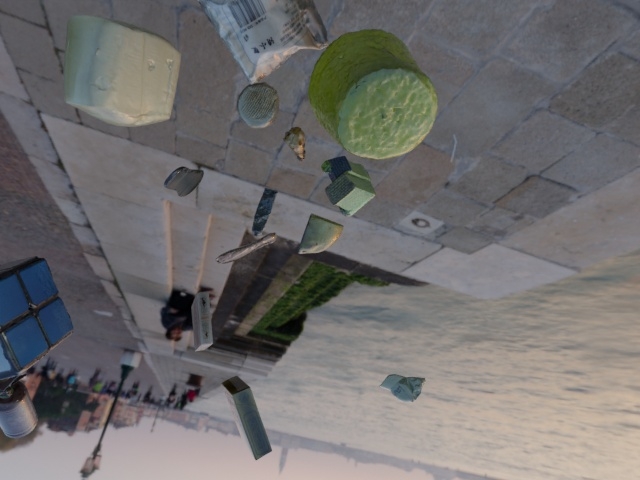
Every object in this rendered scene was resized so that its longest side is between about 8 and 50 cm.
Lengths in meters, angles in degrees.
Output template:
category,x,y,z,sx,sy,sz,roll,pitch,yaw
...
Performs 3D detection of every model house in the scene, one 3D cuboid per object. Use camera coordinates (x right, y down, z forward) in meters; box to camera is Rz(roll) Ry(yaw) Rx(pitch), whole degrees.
category,x,y,z,sx,sy,sz,roll,pitch,yaw
model house,0.085,-0.241,1.821,0.195,0.214,0.189,-35,145,27

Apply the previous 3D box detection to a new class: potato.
category,x,y,z,sx,sy,sz,roll,pitch,yaw
potato,0.000,0.000,1.422,0.120,0.149,0.081,19,-165,-2

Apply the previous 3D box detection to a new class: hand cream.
category,x,y,z,sx,sy,sz,roll,pitch,yaw
hand cream,-0.277,-0.136,2.111,0.075,0.248,0.052,18,171,-1

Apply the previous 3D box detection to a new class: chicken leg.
category,x,y,z,sx,sy,sz,roll,pitch,yaw
chicken leg,-0.104,-0.417,1.885,0.101,0.085,0.207,37,168,18

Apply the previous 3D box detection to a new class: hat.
category,x,y,z,sx,sy,sz,roll,pitch,yaw
hat,0.315,0.566,1.678,0.166,0.081,0.122,20,124,-12

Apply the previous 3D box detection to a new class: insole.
category,x,y,z,sx,sy,sz,roll,pitch,yaw
insole,-0.394,-0.171,1.266,0.012,0.110,0.309,44,-179,-5

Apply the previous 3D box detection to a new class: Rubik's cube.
category,x,y,z,sx,sy,sz,roll,pitch,yaw
Rubik's cube,-0.616,0.150,0.816,0.180,0.184,0.167,-11,-166,7

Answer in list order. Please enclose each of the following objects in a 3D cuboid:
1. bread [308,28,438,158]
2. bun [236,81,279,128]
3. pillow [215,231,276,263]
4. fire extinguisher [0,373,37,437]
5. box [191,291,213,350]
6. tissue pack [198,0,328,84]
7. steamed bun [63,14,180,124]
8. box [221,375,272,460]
category,x,y,z,sx,sy,sz,roll,pitch,yaw
bread,0.161,-0.413,1.269,0.348,0.308,0.348,-10,128,-13
bun,-0.241,-0.528,1.711,0.167,0.173,0.113,60,176,-11
pillow,-0.235,0.026,1.397,0.211,0.034,0.135,-24,174,-8
fire extinguisher,-1.083,0.576,1.540,0.114,0.135,0.337,32,135,9
box,-0.494,0.343,1.801,0.051,0.205,0.365,-3,164,-21
tissue pack,-0.185,-0.784,1.516,0.375,0.195,0.390,-33,129,-4
steamed bun,-0.780,-0.638,1.686,0.289,0.371,0.456,16,-169,19
box,-0.251,0.595,1.471,0.071,0.240,0.159,-21,-172,-23
